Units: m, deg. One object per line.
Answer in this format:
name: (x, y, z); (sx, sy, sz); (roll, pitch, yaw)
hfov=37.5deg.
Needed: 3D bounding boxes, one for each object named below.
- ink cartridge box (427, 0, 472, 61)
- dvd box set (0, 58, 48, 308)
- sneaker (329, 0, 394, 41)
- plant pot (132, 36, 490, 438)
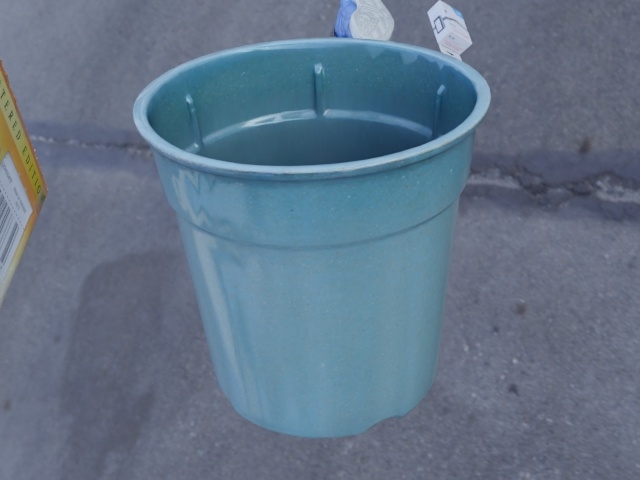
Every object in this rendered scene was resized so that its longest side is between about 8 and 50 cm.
ink cartridge box: (0.189, -0.302, 1.364); (0.028, 0.048, 0.083); (-40, 48, 36)
dvd box set: (-0.280, 0.064, 0.535); (0.062, 0.308, 0.420); (12, 63, 2)
sneaker: (0.050, -0.258, 1.188); (0.152, 0.058, 0.085); (-104, 22, -46)
plant pot: (0.000, 0.000, 0.989); (0.341, 0.341, 0.334); (38, 140, 48)
